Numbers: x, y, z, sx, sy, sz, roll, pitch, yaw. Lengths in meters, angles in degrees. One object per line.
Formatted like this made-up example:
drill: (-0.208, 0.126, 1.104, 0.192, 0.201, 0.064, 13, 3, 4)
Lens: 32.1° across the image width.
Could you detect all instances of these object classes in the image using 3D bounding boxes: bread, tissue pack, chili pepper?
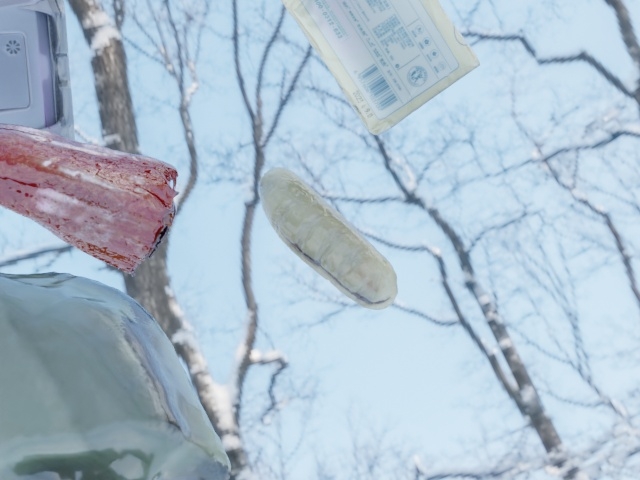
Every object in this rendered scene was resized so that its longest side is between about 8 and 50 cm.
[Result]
bread: (0.001, 0.000, 1.267, 0.073, 0.214, 0.053, -54, -17, 27)
tissue pack: (0.061, -0.239, 1.230, 0.148, 0.092, 0.196, -34, -72, 3)
chili pepper: (-0.271, -0.065, 1.123, 0.253, 0.144, 0.136, 21, -34, -15)

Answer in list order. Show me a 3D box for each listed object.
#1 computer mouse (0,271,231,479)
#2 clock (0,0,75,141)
computer mouse: (-0.215, 0.128, 0.445, 0.429, 0.228, 0.145, -8, -17, 25)
clock: (-0.442, -0.235, 1.552, 0.186, 0.083, 0.253, -7, -72, -17)
